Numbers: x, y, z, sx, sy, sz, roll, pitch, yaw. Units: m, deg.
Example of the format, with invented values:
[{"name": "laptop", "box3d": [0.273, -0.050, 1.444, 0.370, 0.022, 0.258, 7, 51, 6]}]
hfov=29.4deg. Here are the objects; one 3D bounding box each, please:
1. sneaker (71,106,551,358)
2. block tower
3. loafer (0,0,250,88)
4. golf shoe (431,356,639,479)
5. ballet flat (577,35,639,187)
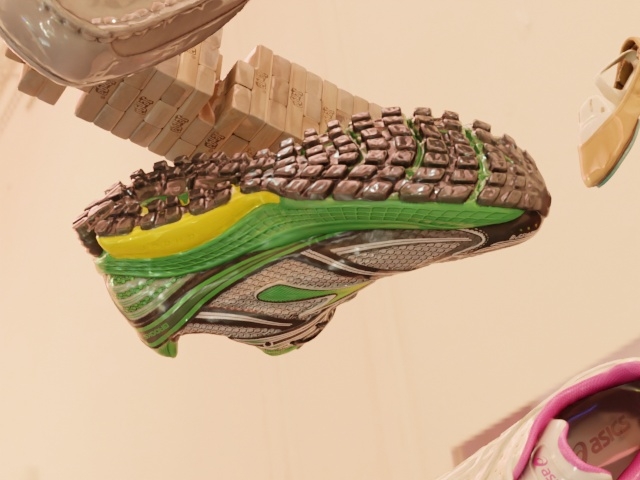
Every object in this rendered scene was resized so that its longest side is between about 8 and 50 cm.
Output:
[{"name": "sneaker", "box3d": [0.000, 0.000, 0.890, 0.344, 0.134, 0.146, -9, -61, 22]}, {"name": "block tower", "box3d": [-0.093, -0.119, 1.031, 0.336, 0.091, 0.097, 24, -43, -23]}, {"name": "loafer", "box3d": [-0.024, -0.189, 0.538, 0.112, 0.319, 0.111, 43, -32, -11]}, {"name": "golf shoe", "box3d": [0.128, 0.182, 0.833, 0.306, 0.115, 0.140, -42, -19, -7]}, {"name": "ballet flat", "box3d": [0.329, -0.149, 1.380, 0.073, 0.232, 0.080, 39, -37, -2]}]
